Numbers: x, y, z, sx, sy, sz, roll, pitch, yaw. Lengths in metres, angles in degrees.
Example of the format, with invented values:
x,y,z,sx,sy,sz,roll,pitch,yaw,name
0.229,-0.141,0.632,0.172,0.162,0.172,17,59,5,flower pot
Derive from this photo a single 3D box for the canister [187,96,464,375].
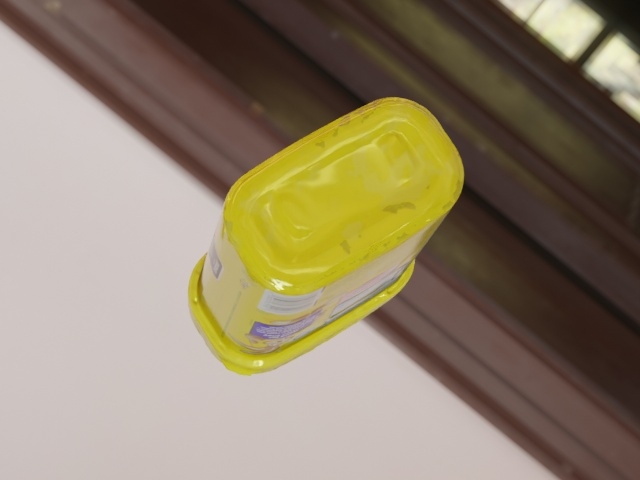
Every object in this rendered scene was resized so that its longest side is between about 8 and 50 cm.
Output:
x,y,z,sx,sy,sz,roll,pitch,yaw,name
0.000,0.000,0.954,0.126,0.073,0.170,-30,171,-15,canister
